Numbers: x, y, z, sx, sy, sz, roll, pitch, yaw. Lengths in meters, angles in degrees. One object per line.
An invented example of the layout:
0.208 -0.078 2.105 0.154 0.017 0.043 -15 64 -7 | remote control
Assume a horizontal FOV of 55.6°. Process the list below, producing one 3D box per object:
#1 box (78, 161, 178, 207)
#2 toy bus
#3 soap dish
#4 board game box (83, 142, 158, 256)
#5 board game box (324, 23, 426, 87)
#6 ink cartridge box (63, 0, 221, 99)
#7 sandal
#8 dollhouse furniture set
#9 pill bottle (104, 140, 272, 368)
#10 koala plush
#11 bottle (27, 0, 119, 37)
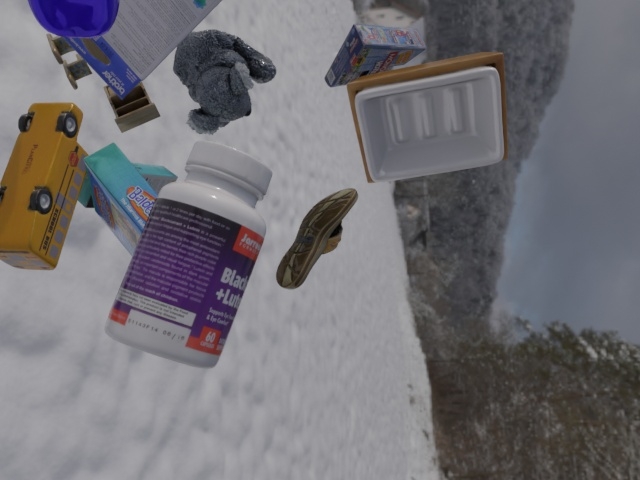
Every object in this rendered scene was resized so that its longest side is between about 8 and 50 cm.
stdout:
-0.459 -0.131 1.444 0.244 0.060 0.100 -2 124 -61 | box
-0.562 -0.116 1.232 0.130 0.108 0.332 66 28 -62 | toy bus
0.215 -0.244 1.207 0.118 0.291 0.228 -86 164 -52 | soap dish
-0.221 -0.004 0.795 0.210 0.047 0.160 49 -24 6 | board game box
0.132 -0.419 1.389 0.060 0.194 0.194 68 -25 14 | board game box
-0.316 -0.418 1.065 0.311 0.065 0.185 -55 127 -20 | ink cartridge box
0.000 0.000 0.887 0.049 0.072 0.180 42 71 -35 | sandal
-0.506 -0.417 1.493 0.161 0.212 0.242 58 -10 37 | dollhouse furniture set
-0.114 0.011 0.565 0.108 0.108 0.193 48 60 -72 | pill bottle
-0.210 -0.320 1.266 0.203 0.196 0.221 36 25 -34 | koala plush
-0.282 -0.354 0.685 0.118 0.092 0.282 109 -29 -50 | bottle
